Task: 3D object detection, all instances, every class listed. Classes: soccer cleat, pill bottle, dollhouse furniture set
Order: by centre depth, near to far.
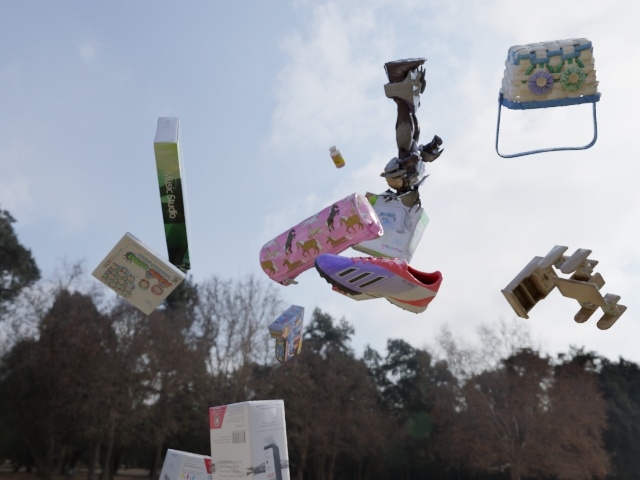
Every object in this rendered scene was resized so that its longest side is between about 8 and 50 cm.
[{"bbox_3d":[0.140,0.077,1.227,0.319,0.108,0.116,20,-59,-18],"label":"soccer cleat"},{"bbox_3d":[0.649,0.143,1.416,0.212,0.161,0.242,51,-13,-17],"label":"dollhouse furniture set"},{"bbox_3d":[0.063,-0.318,1.967,0.043,0.043,0.083,-13,-58,30],"label":"pill bottle"}]

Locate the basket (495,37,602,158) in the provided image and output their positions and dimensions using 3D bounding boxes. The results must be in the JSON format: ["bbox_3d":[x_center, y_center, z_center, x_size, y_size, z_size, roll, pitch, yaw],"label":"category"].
[{"bbox_3d":[0.582,-0.364,1.345,0.255,0.201,0.288,-7,-62,11],"label":"basket"}]

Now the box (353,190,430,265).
[{"bbox_3d":[0.264,-0.041,2.069,0.262,0.231,0.127,21,-12,31],"label":"box"}]

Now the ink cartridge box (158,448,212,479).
[{"bbox_3d":[-0.378,0.696,1.459,0.128,0.176,0.127,25,-25,-31],"label":"ink cartridge box"}]

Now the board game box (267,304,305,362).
[{"bbox_3d":[-0.137,0.364,2.006,0.060,0.194,0.194,10,9,24],"label":"board game box"}]

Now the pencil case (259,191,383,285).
[{"bbox_3d":[0.000,0.000,1.590,0.386,0.167,0.160,-31,-7,20],"label":"pencil case"}]

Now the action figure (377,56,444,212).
[{"bbox_3d":[0.163,-0.183,0.950,0.099,0.284,0.185,2,23,24],"label":"action figure"}]

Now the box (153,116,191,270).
[{"bbox_3d":[-0.357,-0.118,1.269,0.059,0.232,0.321,-6,-61,-11],"label":"box"}]

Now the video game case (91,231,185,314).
[{"bbox_3d":[-0.402,0.076,1.144,0.157,0.019,0.143,41,-68,-16],"label":"video game case"}]

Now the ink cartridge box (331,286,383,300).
[{"bbox_3d":[0.123,0.116,1.422,0.109,0.063,0.151,27,-28,-34],"label":"ink cartridge box"}]

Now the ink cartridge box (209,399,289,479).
[{"bbox_3d":[-0.142,0.435,1.024,0.092,0.217,0.159,10,-24,-38],"label":"ink cartridge box"}]
